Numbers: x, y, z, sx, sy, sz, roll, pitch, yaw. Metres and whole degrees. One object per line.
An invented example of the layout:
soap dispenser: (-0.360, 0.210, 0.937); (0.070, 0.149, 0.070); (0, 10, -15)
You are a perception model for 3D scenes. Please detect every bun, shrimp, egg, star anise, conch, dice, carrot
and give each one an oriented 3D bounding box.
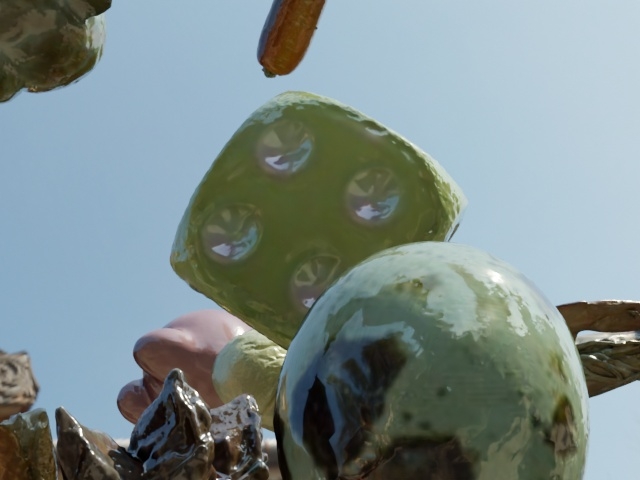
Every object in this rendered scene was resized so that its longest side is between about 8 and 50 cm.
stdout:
bun: (-0.052, 0.183, 1.162); (0.188, 0.164, 0.111); (25, -74, -18)
shrimp: (0.217, 0.081, 0.689); (0.236, 0.053, 0.133); (-10, -47, -2)
egg: (0.058, 0.107, 0.462); (0.169, 0.231, 0.169); (5, -35, 4)
star anise: (-0.125, 0.210, 0.623); (0.223, 0.109, 0.236); (-51, -37, 3)
conch: (-0.183, -0.165, 0.558); (0.106, 0.116, 0.173); (16, -74, -40)
dice: (0.000, 0.000, 0.969); (0.252, 0.250, 0.254); (-56, -9, -6)
carrot: (-0.023, -0.306, 1.077); (0.067, 0.067, 0.225); (5, -60, -34)

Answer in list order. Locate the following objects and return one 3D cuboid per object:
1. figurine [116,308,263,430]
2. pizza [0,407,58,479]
figurine: (-0.171, 0.231, 1.418); (0.211, 0.261, 0.269); (-54, -11, -52)
pizza: (-0.368, 0.235, 0.754); (0.297, 0.071, 0.189); (-7, -86, 5)
